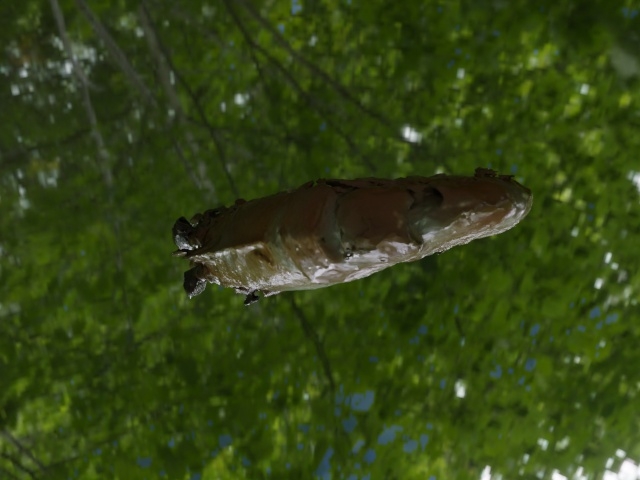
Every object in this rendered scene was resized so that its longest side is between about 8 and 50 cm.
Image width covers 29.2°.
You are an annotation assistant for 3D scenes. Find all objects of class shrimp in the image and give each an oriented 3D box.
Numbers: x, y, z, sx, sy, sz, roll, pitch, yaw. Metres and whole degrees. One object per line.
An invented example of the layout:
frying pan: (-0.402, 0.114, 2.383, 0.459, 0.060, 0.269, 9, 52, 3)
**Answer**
shrimp: (0.000, 0.000, 0.461, 0.091, 0.184, 0.043, -10, -89, -45)
